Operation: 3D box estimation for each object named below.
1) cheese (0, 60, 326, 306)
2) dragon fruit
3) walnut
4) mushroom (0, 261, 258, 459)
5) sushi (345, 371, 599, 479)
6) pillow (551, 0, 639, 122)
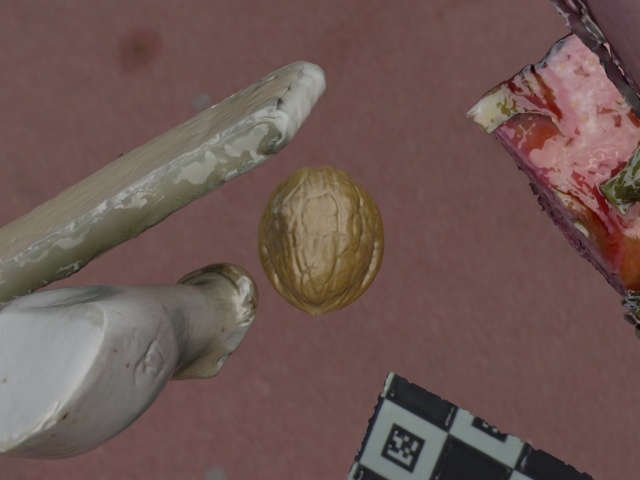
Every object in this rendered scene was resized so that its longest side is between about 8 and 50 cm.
[{"bbox_3d":[-0.162,0.001,1.170,0.400,0.034,0.085,-28,18,30],"label":"cheese"},{"bbox_3d":[0.130,-0.017,0.713,0.102,0.147,0.096,-33,57,4],"label":"dragon fruit"},{"bbox_3d":[0.000,0.000,1.619,0.105,0.105,0.124,1,77,19],"label":"walnut"},{"bbox_3d":[-0.115,0.067,1.104,0.116,0.225,0.093,-23,82,23],"label":"mushroom"},{"bbox_3d":[0.122,0.339,1.580,0.343,0.064,0.359,28,106,23],"label":"sushi"},{"bbox_3d":[0.130,-0.083,0.423,0.185,0.043,0.118,-41,77,14],"label":"pillow"}]
